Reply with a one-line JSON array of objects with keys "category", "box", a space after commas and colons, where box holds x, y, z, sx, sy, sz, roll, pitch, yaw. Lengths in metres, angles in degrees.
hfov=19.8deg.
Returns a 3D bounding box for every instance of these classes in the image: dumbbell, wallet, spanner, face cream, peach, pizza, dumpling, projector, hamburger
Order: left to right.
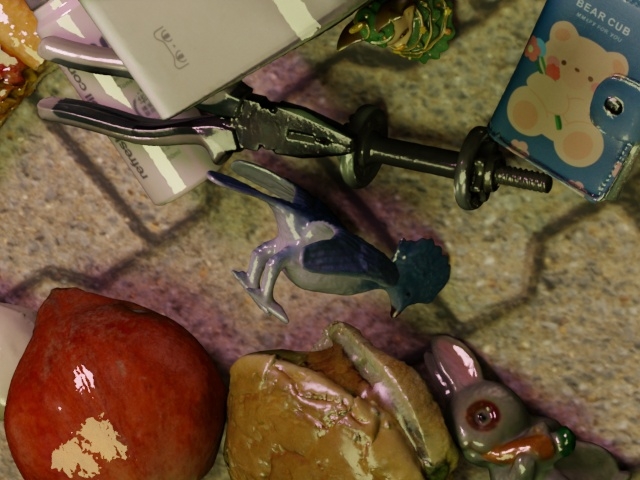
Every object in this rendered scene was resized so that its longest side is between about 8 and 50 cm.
[{"category": "pizza", "box": [-0.388, -0.174, 1.897, 0.290, 0.081, 0.228, 15, 125, 20]}, {"category": "dumpling", "box": [-0.352, 0.138, 2.063, 0.111, 0.181, 0.155, -1, 159, -9]}, {"category": "face cream", "box": [-0.209, -0.183, 1.785, 0.092, 0.092, 0.311, -24, 104, 38]}, {"category": "peach", "box": [-0.222, 0.162, 1.923, 0.232, 0.232, 0.256, -29, 86, 39]}, {"category": "spanner", "box": [-0.119, -0.120, 1.701, 0.325, 0.040, 0.095, 13, 120, 18]}, {"category": "projector", "box": [-0.078, -0.281, 1.545, 0.249, 0.248, 0.249, -27, 103, 38]}, {"category": "hamburger", "box": [0.011, 0.226, 1.838, 0.265, 0.134, 0.284, 38, 143, 37]}, {"category": "dumbbell", "box": [0.091, -0.076, 1.684, 0.254, 0.081, 0.081, 13, 124, 23]}, {"category": "wallet", "box": [0.238, -0.141, 1.576, 0.141, 0.059, 0.202, 34, 128, 16]}]

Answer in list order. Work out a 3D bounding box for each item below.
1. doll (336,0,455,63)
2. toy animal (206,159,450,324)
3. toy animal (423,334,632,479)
[{"category": "doll", "box": [0.061, -0.203, 1.613, 0.078, 0.113, 0.076, -24, 68, 39]}, {"category": "toy animal", "box": [0.000, 0.000, 1.731, 0.255, 0.176, 0.239, 54, 172, -30]}, {"category": "toy animal", "box": [0.179, 0.204, 1.788, 0.236, 0.108, 0.138, 33, 130, 9]}]
